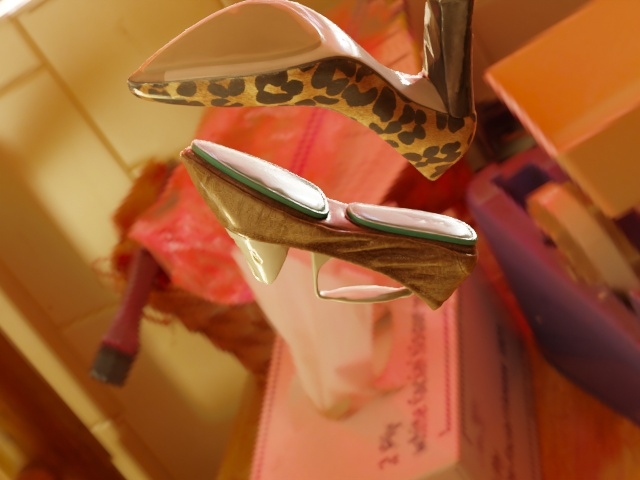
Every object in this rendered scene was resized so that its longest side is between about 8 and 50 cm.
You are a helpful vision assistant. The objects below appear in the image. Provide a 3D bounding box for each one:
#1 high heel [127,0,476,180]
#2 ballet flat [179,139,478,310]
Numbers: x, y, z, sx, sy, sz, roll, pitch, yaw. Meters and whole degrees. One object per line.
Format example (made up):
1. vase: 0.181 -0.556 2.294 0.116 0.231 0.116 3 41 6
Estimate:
1. high heel: -0.004 -0.089 0.954 0.261 0.186 0.093 -15 46 -11
2. ballet flat: 0.000 0.000 1.387 0.116 0.342 0.124 -108 37 -66
